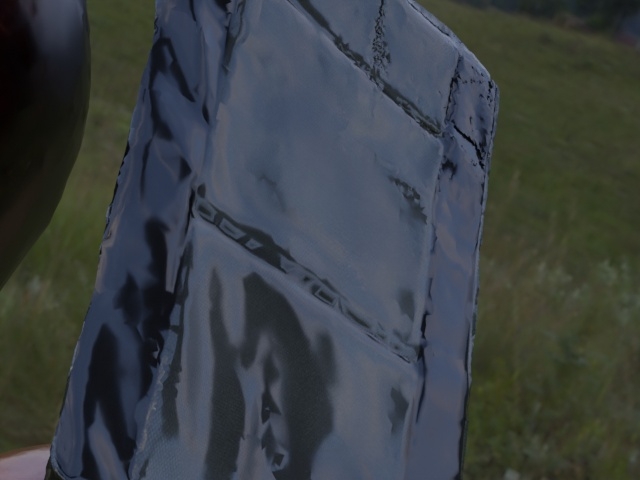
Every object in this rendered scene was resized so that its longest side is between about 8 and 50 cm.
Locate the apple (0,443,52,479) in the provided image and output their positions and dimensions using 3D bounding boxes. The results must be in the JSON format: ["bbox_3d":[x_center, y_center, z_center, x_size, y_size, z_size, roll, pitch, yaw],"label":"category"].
[{"bbox_3d":[-0.164,0.292,0.889,0.277,0.319,0.319,14,7,4],"label":"apple"}]

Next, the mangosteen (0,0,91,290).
[{"bbox_3d":[-0.191,-0.076,0.492,0.235,0.235,0.261,24,23,-12],"label":"mangosteen"}]

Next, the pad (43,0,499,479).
[{"bbox_3d":[-0.001,0.000,0.422,0.022,0.233,0.174,-16,-35,37],"label":"pad"}]
